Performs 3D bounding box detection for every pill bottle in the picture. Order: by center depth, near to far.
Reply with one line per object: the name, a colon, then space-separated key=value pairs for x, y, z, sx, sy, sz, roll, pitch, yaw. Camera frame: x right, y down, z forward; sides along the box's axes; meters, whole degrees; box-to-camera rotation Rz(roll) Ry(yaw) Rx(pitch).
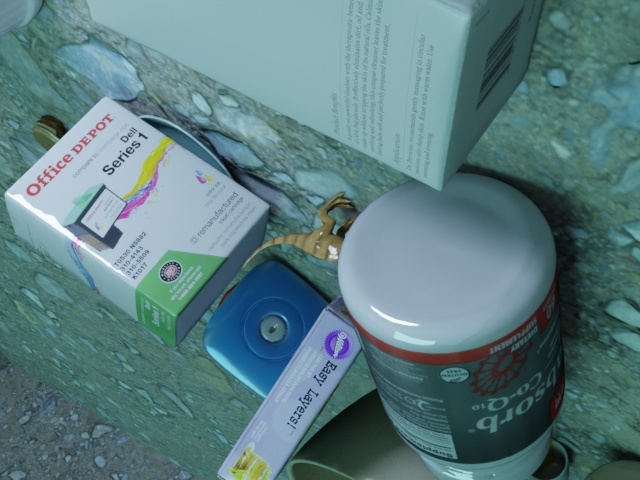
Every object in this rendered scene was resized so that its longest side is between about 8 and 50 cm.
pill bottle: x=0.156 y=0.117 z=0.978 sx=0.210 sy=0.210 sz=0.363 roll=21 pitch=150 yaw=31

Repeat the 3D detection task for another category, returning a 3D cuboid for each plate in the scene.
plate: x=-0.183 y=-0.107 z=1.251 sx=0.188 sy=0.024 sz=0.188 roll=29 pitch=154 yaw=16

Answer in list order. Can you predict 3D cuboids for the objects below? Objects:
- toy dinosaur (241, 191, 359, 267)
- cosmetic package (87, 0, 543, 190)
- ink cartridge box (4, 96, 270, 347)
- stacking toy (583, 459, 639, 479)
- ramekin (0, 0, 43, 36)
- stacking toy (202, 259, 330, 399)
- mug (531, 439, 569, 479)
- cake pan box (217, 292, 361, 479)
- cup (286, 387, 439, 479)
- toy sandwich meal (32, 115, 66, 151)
toy dinosaur: x=0.000 y=0.000 z=1.093 sx=0.211 sy=0.112 sz=0.064 roll=16 pitch=148 yaw=38
cosmetic package: x=-0.020 y=-0.217 z=0.711 sx=0.365 sy=0.155 sz=0.197 roll=30 pitch=153 yaw=17
ink cartridge box: x=-0.238 y=-0.028 z=1.190 sx=0.278 sy=0.201 sz=0.117 roll=34 pitch=153 yaw=9
stacking toy: x=0.434 y=0.425 z=1.248 sx=0.141 sy=0.141 sz=0.330 roll=20 pitch=156 yaw=32
ramekin: x=-0.489 y=-0.348 z=1.121 sx=0.273 sy=0.127 sz=0.273 roll=30 pitch=154 yaw=16
stacking toy: x=-0.100 y=0.142 z=1.450 sx=0.166 sy=0.175 sz=0.302 roll=41 pitch=168 yaw=-5
mug: x=0.325 y=0.316 z=1.285 sx=0.062 sy=0.078 sz=0.064 roll=-14 pitch=142 yaw=18
cake pan box: x=-0.012 y=0.180 z=1.151 sx=0.070 sy=0.246 sz=0.267 roll=36 pitch=-172 yaw=6
cup: x=0.153 y=0.321 z=1.287 sx=0.331 sy=0.237 sz=0.331 roll=30 pitch=154 yaw=16
toy sandwich meal: x=-0.432 y=-0.167 z=1.466 sx=0.085 sy=0.029 sz=0.085 roll=28 pitch=157 yaw=13
